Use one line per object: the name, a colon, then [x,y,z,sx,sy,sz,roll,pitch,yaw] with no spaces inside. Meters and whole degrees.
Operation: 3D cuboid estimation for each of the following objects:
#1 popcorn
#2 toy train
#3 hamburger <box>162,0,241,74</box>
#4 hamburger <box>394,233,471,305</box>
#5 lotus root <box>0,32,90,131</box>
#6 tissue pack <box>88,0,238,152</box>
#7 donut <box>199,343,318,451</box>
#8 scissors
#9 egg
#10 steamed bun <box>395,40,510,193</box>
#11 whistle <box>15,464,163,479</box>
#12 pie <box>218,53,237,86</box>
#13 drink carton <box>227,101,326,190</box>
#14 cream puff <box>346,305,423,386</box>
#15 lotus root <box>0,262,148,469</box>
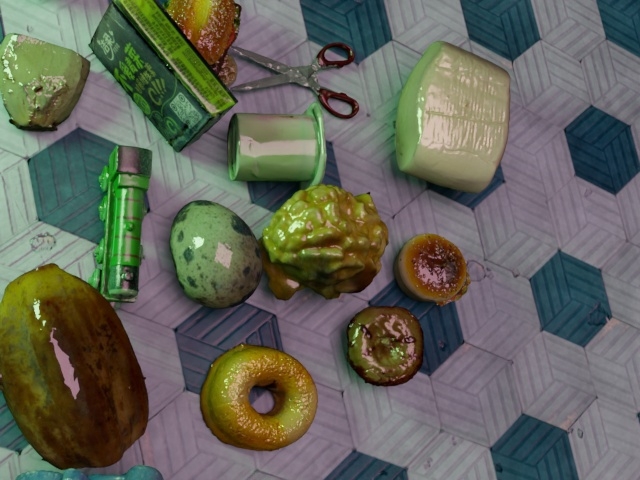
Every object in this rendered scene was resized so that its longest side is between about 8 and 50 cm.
popcorn: [0.002,0.002,1.451,0.218,0.189,0.169,26,49,-36]
toy train: [-0.301,-0.020,1.366,0.085,0.119,0.251,6,75,-23]
hamburger: [-0.207,-0.355,1.481,0.137,0.087,0.165,15,67,-1]
hamburger: [0.202,0.053,1.586,0.141,0.081,0.126,44,66,-8]
lotus root: [-0.432,-0.242,1.382,0.143,0.070,0.144,8,76,-21]
tissue pack: [-0.252,-0.266,1.409,0.073,0.173,0.235,-42,96,-31]
donut: [-0.091,0.252,1.422,0.190,0.075,0.174,34,68,-14]
scissors: [-0.045,-0.293,1.580,0.248,0.017,0.144,1,78,-27]
egg: [-0.167,0.020,1.403,0.141,0.141,0.181,-20,79,-26]
steamed bun: [0.230,-0.218,1.617,0.200,0.155,0.250,14,79,-17]
whistle: [-0.326,0.376,1.232,0.093,0.269,0.180,-90,161,-49]
pie: [-0.182,-0.297,1.529,0.085,0.020,0.084,5,77,-22]
drink carton: [-0.077,-0.154,1.483,0.143,0.144,0.146,1,78,-17]
cream puff: [0.104,0.178,1.517,0.149,0.084,0.148,6,73,-20]
lotus root: [-0.367,0.179,1.273,0.193,0.193,0.290,-23,96,-26]
